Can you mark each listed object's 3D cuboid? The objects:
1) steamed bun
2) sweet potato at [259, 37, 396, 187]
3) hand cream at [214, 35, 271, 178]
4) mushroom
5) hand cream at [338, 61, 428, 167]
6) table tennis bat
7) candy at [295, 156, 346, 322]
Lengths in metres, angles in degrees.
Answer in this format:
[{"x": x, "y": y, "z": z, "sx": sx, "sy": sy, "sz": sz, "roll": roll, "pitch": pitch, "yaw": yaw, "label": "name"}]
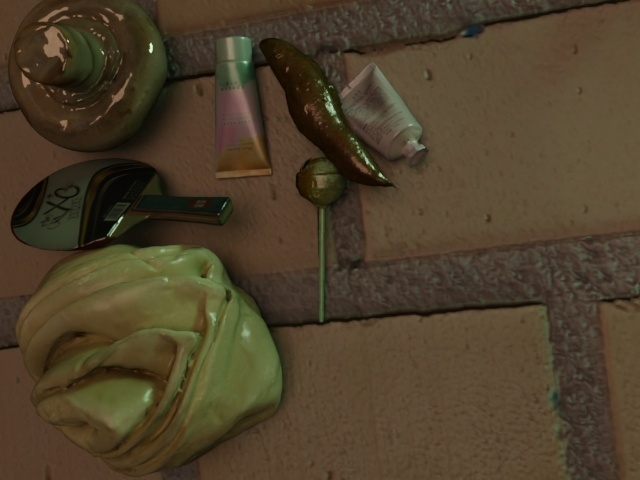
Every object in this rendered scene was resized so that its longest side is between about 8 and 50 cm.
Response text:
[{"x": -0.216, "y": 0.125, "z": 0.803, "sx": 0.276, "sy": 0.203, "sz": 0.289, "roll": -31, "pitch": 78, "yaw": 9, "label": "steamed bun"}, {"x": -0.001, "y": -0.154, "z": 0.832, "sx": 0.067, "sy": 0.067, "sz": 0.273, "roll": -37, "pitch": 68, "yaw": 9, "label": "sweet potato"}, {"x": -0.104, "y": -0.168, "z": 0.882, "sx": 0.076, "sy": 0.047, "sz": 0.174, "roll": -2, "pitch": 94, "yaw": 13, "label": "hand cream"}, {"x": -0.306, "y": -0.210, "z": 0.860, "sx": 0.207, "sy": 0.209, "sz": 0.206, "roll": 10, "pitch": 110, "yaw": 31, "label": "mushroom"}, {"x": 0.075, "y": -0.144, "z": 0.835, "sx": 0.084, "sy": 0.053, "sz": 0.142, "roll": -43, "pitch": 62, "yaw": 7, "label": "hand cream"}, {"x": -0.250, "y": -0.042, "z": 0.859, "sx": 0.301, "sy": 0.022, "sz": 0.173, "roll": 5, "pitch": 46, "yaw": 21, "label": "table tennis bat"}, {"x": 0.000, "y": 0.000, "z": 0.843, "sx": 0.061, "sy": 0.061, "sz": 0.202, "roll": 2, "pitch": 95, "yaw": 14, "label": "candy"}]
